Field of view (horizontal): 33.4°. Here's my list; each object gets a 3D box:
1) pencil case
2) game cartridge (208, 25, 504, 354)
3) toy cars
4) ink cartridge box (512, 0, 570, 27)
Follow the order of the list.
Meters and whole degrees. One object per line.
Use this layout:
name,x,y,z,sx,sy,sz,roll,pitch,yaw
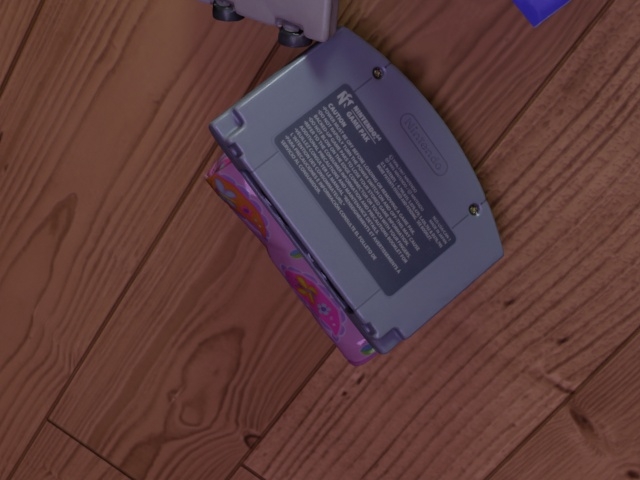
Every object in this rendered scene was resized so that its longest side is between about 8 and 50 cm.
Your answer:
pencil case,0.000,0.000,1.165,0.124,0.124,0.284,-32,103,28
game cartridge,0.050,-0.057,1.090,0.297,0.198,0.062,54,163,-12
toy cars,0.024,-0.297,0.996,0.394,0.087,0.176,-26,90,46
ink cartridge box,0.211,-0.329,0.972,0.206,0.045,0.208,-37,101,29
